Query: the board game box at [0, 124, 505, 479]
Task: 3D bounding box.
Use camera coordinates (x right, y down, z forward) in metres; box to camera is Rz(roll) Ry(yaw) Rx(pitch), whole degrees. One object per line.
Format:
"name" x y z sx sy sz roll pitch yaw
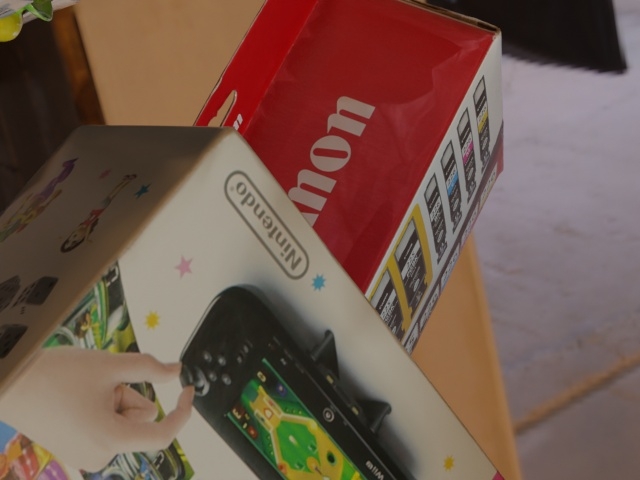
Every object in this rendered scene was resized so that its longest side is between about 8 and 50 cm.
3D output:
"board game box" -0.076 0.151 0.389 0.097 0.224 0.303 6 -129 52

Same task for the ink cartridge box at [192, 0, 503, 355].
"ink cartridge box" 0.000 0.000 0.919 0.130 0.272 0.309 22 -108 16

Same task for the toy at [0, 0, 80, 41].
"toy" -0.272 -0.112 0.839 0.237 0.056 0.137 -20 -174 11
